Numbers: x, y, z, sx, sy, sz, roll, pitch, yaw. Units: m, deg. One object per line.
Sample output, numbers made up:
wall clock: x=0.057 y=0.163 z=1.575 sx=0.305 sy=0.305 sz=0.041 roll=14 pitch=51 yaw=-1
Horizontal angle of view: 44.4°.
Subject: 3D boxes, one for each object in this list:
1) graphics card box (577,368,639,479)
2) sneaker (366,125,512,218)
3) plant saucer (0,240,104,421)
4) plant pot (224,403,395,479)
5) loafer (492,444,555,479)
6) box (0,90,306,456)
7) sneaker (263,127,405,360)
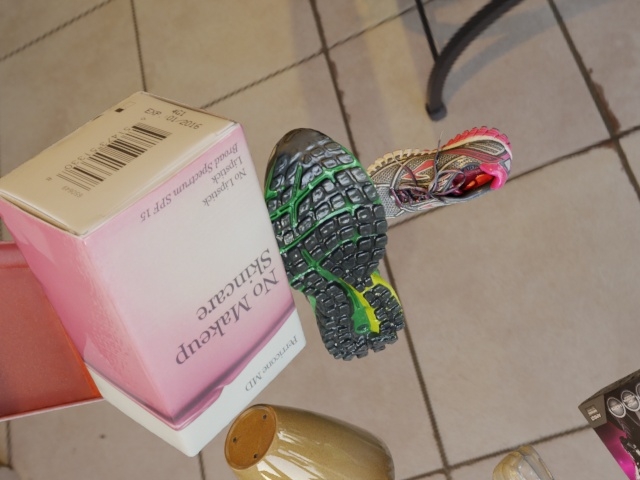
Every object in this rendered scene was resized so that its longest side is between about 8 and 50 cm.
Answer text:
graphics card box: x=0.684 y=0.419 z=1.480 sx=0.094 sy=0.233 sz=0.371 roll=-25 pitch=74 yaw=-27
sneaker: x=0.191 y=-0.106 z=1.391 sx=0.299 sy=0.121 sz=0.112 roll=-22 pitch=32 yaw=27
plant saucer: x=-0.399 y=0.112 z=0.940 sx=0.048 sy=0.259 sz=0.258 roll=-49 pitch=62 yaw=29
plant pot: x=-0.037 y=0.388 z=1.358 sx=0.237 sy=0.254 sz=0.237 roll=-27 pitch=41 yaw=26
loafer: x=0.460 y=0.543 z=1.503 sx=0.111 sy=0.112 sz=0.319 roll=-30 pitch=84 yaw=-28
box: x=-0.122 y=0.026 z=0.615 sx=0.127 sy=0.232 sz=0.148 roll=22 pitch=51 yaw=37
sneaker: x=0.000 y=0.000 z=0.922 sx=0.134 sy=0.343 sz=0.146 roll=-22 pitch=49 yaw=-6
